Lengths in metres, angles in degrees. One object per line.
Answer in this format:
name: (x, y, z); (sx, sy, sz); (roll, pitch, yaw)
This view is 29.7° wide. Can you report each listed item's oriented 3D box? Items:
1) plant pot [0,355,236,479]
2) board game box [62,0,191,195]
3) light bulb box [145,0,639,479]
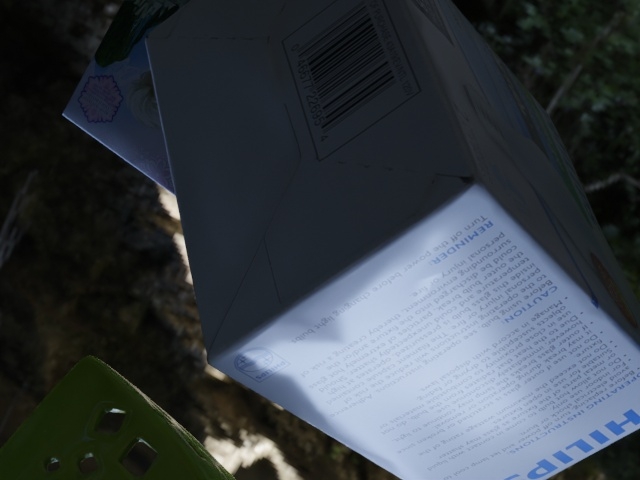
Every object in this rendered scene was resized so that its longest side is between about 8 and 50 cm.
plant pot: (-0.128, 0.257, 0.880); (0.207, 0.227, 0.228); (26, 161, 40)
board game box: (-0.147, -0.220, 1.618); (0.319, 0.318, 0.066); (34, -168, 19)
light bulb box: (0.074, -0.021, 0.977); (0.361, 0.225, 0.358); (38, -153, -44)
